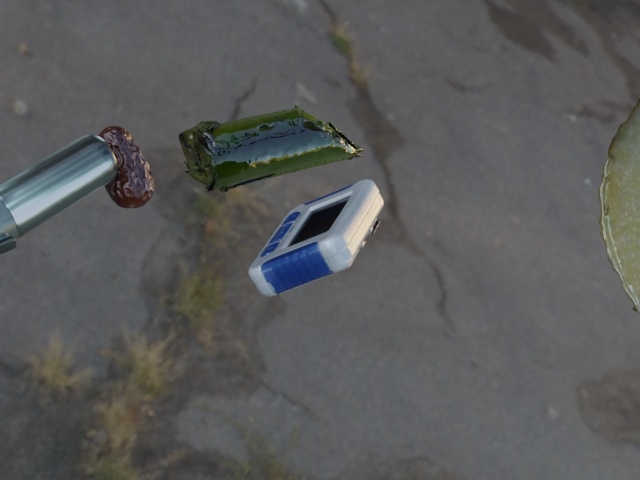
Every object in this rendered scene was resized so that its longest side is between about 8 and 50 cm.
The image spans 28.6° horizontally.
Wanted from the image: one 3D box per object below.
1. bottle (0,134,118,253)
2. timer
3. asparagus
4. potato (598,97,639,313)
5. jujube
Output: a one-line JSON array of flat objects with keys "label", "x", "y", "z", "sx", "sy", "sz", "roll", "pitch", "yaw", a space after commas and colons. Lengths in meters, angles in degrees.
[{"label": "bottle", "x": -0.398, "y": -0.059, "z": 1.769, "sx": 0.254, "sy": 0.079, "sz": 0.096, "roll": -35, "pitch": 61, "yaw": -31}, {"label": "timer", "x": 0.000, "y": 0.000, "z": 2.034, "sx": 0.078, "sy": 0.178, "sz": 0.253, "roll": 62, "pitch": 28, "yaw": -16}, {"label": "asparagus", "x": -0.074, "y": -0.173, "z": 2.237, "sx": 0.382, "sy": 0.108, "sz": 0.128, "roll": -16, "pitch": 92, "yaw": -37}, {"label": "potato", "x": 0.558, "y": -0.028, "z": 1.335, "sx": 0.320, "sy": 0.385, "sz": 0.442, "roll": 5, "pitch": 25, "yaw": -39}, {"label": "jujube", "x": -0.297, "y": -0.110, "z": 1.887, "sx": 0.077, "sy": 0.077, "sz": 0.129, "roll": -42, "pitch": 115, "yaw": -57}]
